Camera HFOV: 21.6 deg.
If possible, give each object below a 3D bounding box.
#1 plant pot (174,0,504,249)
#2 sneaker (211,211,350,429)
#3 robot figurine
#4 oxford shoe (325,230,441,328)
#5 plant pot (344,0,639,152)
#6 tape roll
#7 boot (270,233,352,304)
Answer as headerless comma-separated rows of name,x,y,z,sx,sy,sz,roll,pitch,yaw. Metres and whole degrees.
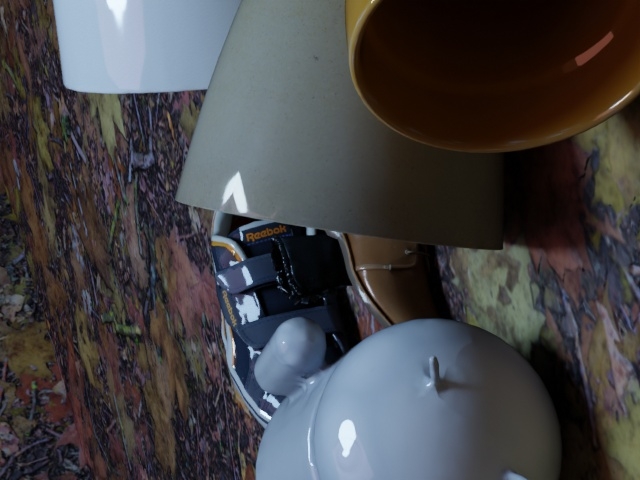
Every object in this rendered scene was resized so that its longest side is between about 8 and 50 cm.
plant pot,0.033,-0.147,1.291,0.256,0.256,0.274,-165,83,-68
sneaker,-0.045,0.061,1.717,0.127,0.126,0.321,95,157,-49
robot figurine,0.067,0.178,1.361,0.300,0.200,0.353,39,157,-4
oxford shoe,0.068,0.016,1.487,0.076,0.076,0.212,-38,69,23
plant pot,0.113,-0.193,1.105,0.205,0.205,0.188,108,162,-52
tape roll,-0.094,-0.201,1.500,0.286,0.286,0.100,-156,59,-66
boot,0.000,0.000,1.604,0.045,0.099,0.121,139,119,-65
